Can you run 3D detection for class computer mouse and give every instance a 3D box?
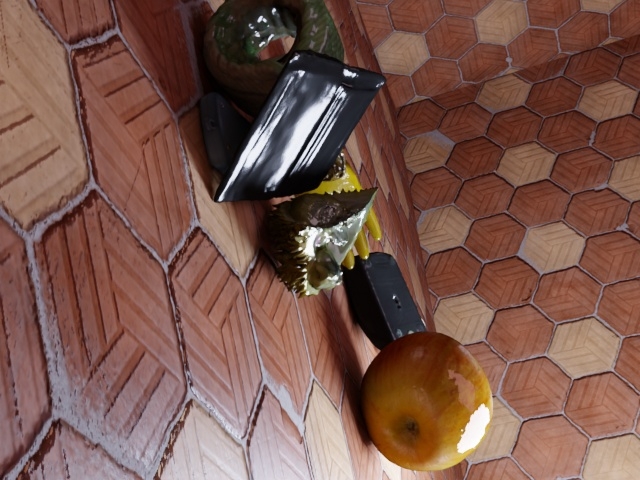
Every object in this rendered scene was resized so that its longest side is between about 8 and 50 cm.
[{"bbox_3d":[0.143,0.157,1.852,0.170,0.100,0.269,1,63,-54],"label":"computer mouse"}]

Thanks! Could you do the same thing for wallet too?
[{"bbox_3d":[-0.020,-0.168,1.206,0.041,0.247,0.323,37,21,17],"label":"wallet"}]

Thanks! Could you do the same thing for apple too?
[{"bbox_3d":[0.211,0.333,1.625,0.233,0.286,0.286,-31,107,-61],"label":"apple"}]

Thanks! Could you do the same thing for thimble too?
[{"bbox_3d":[-0.073,-0.297,1.247,0.150,0.219,0.219,48,29,-63],"label":"thimble"}]

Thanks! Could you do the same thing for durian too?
[{"bbox_3d":[0.000,0.000,1.322,0.306,0.166,0.172,-20,92,-68],"label":"durian"}]

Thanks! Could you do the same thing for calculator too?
[{"bbox_3d":[-0.131,-0.145,1.212,0.210,0.039,0.121,35,40,-70],"label":"calculator"}]

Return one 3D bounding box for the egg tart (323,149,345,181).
[{"bbox_3d":[-0.039,-0.158,1.419,0.074,0.191,0.191,-58,144,-23],"label":"egg tart"}]

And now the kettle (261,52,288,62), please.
[{"bbox_3d":[-0.043,-0.311,1.535,0.098,0.148,0.126,63,18,-44],"label":"kettle"}]

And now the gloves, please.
[{"bbox_3d":[0.032,-0.080,1.614,0.116,0.133,0.294,-68,142,-69],"label":"gloves"}]

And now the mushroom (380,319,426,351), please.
[{"bbox_3d":[0.194,0.217,1.989,0.166,0.127,0.166,-22,90,-80],"label":"mushroom"}]
